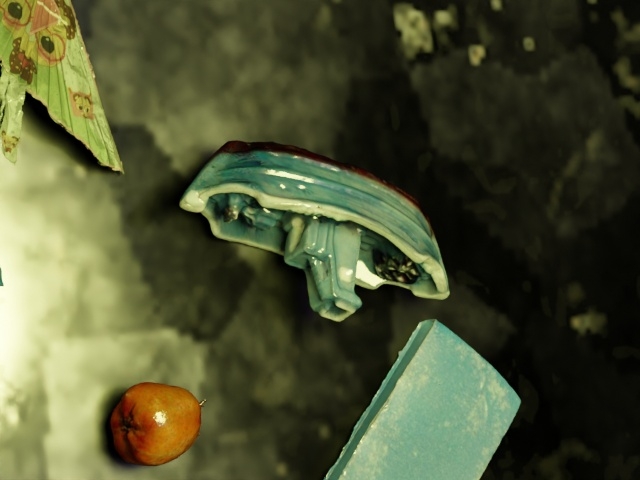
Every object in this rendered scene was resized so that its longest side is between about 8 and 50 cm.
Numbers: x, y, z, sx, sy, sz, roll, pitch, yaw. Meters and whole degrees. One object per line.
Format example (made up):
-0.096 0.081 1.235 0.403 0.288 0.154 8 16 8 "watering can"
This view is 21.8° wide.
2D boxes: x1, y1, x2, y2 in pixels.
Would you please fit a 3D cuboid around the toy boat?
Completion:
0.000 0.000 1.644 0.309 0.129 0.142 20 59 -25 "toy boat"

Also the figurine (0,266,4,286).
-0.353 -0.056 1.452 0.164 0.120 0.262 -11 91 -35 "figurine"

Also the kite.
-0.267 -0.179 1.523 0.323 0.013 0.268 47 36 -40 "kite"

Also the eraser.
0.088 0.240 1.706 0.144 0.042 0.312 43 62 -16 "eraser"

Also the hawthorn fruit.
-0.147 0.173 1.569 0.093 0.081 0.081 2 83 -41 "hawthorn fruit"
